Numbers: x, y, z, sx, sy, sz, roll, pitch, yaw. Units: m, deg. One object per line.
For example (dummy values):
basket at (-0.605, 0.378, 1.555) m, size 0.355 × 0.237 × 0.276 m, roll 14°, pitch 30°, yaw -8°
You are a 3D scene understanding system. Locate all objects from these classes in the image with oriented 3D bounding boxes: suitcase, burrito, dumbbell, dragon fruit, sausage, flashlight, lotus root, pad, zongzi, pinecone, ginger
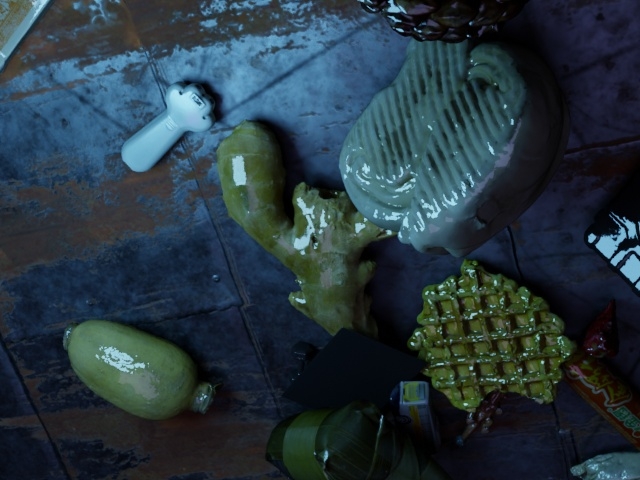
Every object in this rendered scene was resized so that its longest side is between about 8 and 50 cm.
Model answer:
suitcase at (0.539, -0.041, 1.606) m, size 0.206 × 0.066 × 0.285 m, roll 50°, pitch 124°, yaw 28°
burrito at (0.546, 0.394, 1.884) m, size 0.230 × 0.063 × 0.058 m, roll -9°, pitch 142°, yaw 17°
dumbbell at (-0.035, 0.223, 1.956) m, size 0.036 × 0.040 × 0.083 m, roll -5°, pitch 120°, yaw -18°
dragon fruit at (0.440, 0.157, 1.753) m, size 0.063 × 0.131 × 0.097 m, roll -1°, pitch 109°, yaw 20°
sausage at (0.480, 0.259, 1.824) m, size 0.264 × 0.083 × 0.083 m, roll 42°, pitch 119°, yaw -8°
flashlight at (-0.251, -0.183, 1.797) m, size 0.200 × 0.047 × 0.093 m, roll -38°, pitch 102°, yaw 30°
lotus root at (-0.331, 0.236, 1.983) m, size 0.303 × 0.131 × 0.146 m, roll 25°, pitch 121°, yaw 0°
pad at (0.054, 0.241, 1.904) m, size 0.170 × 0.006 × 0.245 m, roll 23°, pitch 137°, yaw -14°
zongzi at (0.085, 0.410, 1.936) m, size 0.317 × 0.154 × 0.289 m, roll 35°, pitch 157°, yaw -17°
pinecone at (0.152, -0.387, 1.448) m, size 0.298 × 0.296 × 0.242 m, roll 46°, pitch 104°, yaw 27°
ginger at (-0.015, 0.003, 1.792) m, size 0.363 × 0.122 × 0.348 m, roll 12°, pitch 111°, yaw -4°

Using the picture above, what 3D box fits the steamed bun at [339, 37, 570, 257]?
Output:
steamed bun at (0.218, -0.131, 1.586) m, size 0.219 × 0.310 × 0.324 m, roll 20°, pitch 105°, yaw -40°

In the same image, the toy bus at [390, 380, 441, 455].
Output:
toy bus at (0.169, 0.314, 1.915) m, size 0.072 × 0.057 × 0.172 m, roll -5°, pitch 135°, yaw 12°

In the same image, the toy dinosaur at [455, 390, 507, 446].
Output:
toy dinosaur at (0.280, 0.301, 1.905) m, size 0.049 × 0.055 × 0.154 m, roll 31°, pitch 112°, yaw -6°

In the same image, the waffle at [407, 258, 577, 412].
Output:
waffle at (0.277, 0.175, 1.818) m, size 0.291 × 0.051 × 0.291 m, roll 9°, pitch 113°, yaw 22°

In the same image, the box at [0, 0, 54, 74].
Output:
box at (-0.521, -0.424, 1.736) m, size 0.204 × 0.051 × 0.365 m, roll 41°, pitch 119°, yaw -9°
